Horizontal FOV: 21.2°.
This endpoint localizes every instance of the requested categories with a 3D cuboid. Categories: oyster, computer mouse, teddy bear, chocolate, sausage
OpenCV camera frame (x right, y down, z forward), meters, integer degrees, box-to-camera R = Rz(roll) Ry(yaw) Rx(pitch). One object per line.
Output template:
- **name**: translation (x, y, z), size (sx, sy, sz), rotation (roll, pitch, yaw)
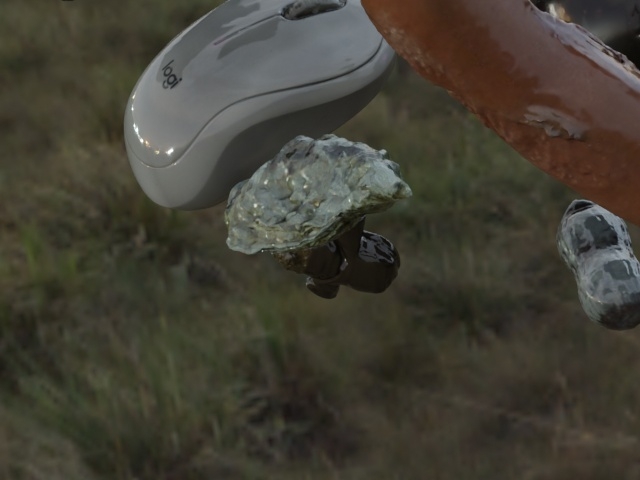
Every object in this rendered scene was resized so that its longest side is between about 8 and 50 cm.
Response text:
- **oyster**: translation (-0.003, -0.040, 1.369), size (0.177, 0.064, 0.125), rotation (-19, 39, 23)
- **computer mouse**: translation (-0.073, -0.158, 1.640), size (0.297, 0.121, 0.184), rotation (-33, 45, 15)
- **teddy bear**: translation (-0.006, 0.004, 1.591), size (0.160, 0.119, 0.078), rotation (26, 45, 11)
- **chocolate**: translation (0.271, 0.022, 1.639), size (0.072, 0.072, 0.167), rotation (-10, 37, -4)
- **sausage**: translation (0.146, -0.074, 0.946), size (0.327, 0.087, 0.079), rotation (32, 45, -10)

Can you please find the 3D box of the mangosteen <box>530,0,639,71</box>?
- **mangosteen**: translation (0.298, -0.205, 1.570), size (0.288, 0.288, 0.288), rotation (-7, 22, 3)
